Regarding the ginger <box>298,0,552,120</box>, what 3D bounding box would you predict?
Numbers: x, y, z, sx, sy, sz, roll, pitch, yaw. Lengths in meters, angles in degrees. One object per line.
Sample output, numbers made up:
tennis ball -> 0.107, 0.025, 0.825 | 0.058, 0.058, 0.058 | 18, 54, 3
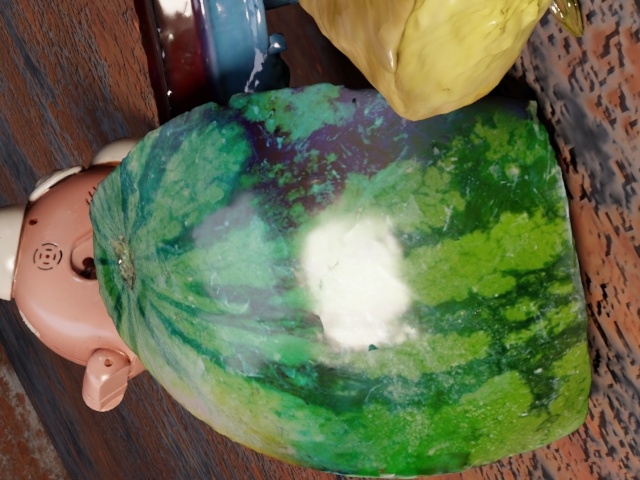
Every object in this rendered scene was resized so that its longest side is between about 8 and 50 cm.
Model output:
ginger -> -0.010, -0.178, 0.316 | 0.270, 0.123, 0.219 | 46, 145, 17

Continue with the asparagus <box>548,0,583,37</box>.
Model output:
asparagus -> 0.056, -0.140, 0.387 | 0.016, 0.016, 0.163 | 0, 115, 46

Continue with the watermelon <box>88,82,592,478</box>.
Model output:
watermelon -> -0.003, 0.003, 0.487 | 0.146, 0.231, 0.128 | 86, -170, -50

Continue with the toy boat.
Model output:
toy boat -> -0.037, -0.134, 0.504 | 0.100, 0.097, 0.223 | -130, 27, -58

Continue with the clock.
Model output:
clock -> -0.146, 0.012, 0.844 | 0.162, 0.166, 0.093 | 49, 156, 13
